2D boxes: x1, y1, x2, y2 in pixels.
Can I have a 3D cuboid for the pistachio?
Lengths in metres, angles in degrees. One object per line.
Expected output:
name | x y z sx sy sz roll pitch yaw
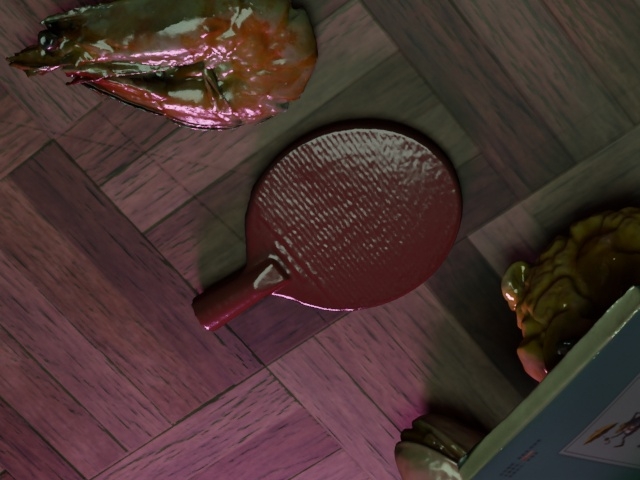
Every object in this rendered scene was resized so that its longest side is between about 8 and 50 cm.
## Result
pistachio | 0.145 0.248 1.476 0.149 0.113 0.113 37 115 -16

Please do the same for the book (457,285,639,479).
book | 0.342 0.176 1.365 0.379 0.031 0.264 18 122 -39

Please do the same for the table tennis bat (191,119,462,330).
table tennis bat | 0.000 0.000 1.394 0.310 0.038 0.200 -32 111 19

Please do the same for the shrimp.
shrimp | -0.149 -0.171 1.305 0.294 0.062 0.154 1 124 3

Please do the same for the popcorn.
popcorn | 0.270 0.061 1.349 0.140 0.163 0.194 43 80 -23
